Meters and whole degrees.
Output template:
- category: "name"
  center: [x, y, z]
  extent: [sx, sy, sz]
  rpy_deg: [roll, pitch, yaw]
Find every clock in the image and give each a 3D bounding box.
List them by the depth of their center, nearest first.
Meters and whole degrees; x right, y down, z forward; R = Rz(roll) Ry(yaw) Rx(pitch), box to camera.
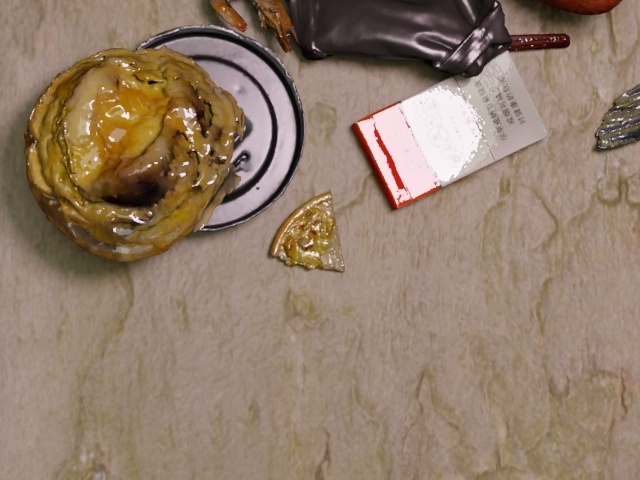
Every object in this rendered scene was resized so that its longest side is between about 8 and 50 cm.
- category: "clock"
  center: [-0.158, -0.149, 1.852]
  extent: [0.281, 0.055, 0.280]
  rpy_deg: [1, 86, -8]

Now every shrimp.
- category: "shrimp"
  center: [-0.092, -0.313, 1.856]
  extent: [0.095, 0.045, 0.162]
  rpy_deg: [-14, 65, -36]

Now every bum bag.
- category: "bum bag"
  center: [0.100, -0.293, 1.884]
  extent: [0.326, 0.079, 0.142]
  rpy_deg: [11, 77, 5]

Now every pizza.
- category: "pizza"
  center: [0.000, 0.000, 1.879]
  extent: [0.108, 0.026, 0.123]
  rpy_deg: [43, 81, -5]

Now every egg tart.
- category: "egg tart"
  center: [-0.235, -0.122, 1.753]
  extent: [0.297, 0.132, 0.297]
  rpy_deg: [1, 80, -8]

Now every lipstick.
- category: "lipstick"
  center: [0.266, -0.278, 1.934]
  extent: [0.177, 0.027, 0.027]
  rpy_deg: [-4, 87, -9]

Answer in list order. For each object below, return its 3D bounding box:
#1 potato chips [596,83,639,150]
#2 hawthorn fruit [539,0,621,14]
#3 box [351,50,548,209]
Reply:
- category: "potato chips"
  center: [0.477, -0.188, 1.958]
  extent: [0.208, 0.028, 0.092]
  rpy_deg: [-15, 87, -10]
- category: "hawthorn fruit"
  center: [0.321, -0.427, 1.847]
  extent: [0.262, 0.210, 0.210]
  rpy_deg: [30, 82, -29]
- category: "box"
  center: [0.181, -0.153, 1.909]
  extent: [0.245, 0.035, 0.139]
  rpy_deg: [-27, 91, -9]
